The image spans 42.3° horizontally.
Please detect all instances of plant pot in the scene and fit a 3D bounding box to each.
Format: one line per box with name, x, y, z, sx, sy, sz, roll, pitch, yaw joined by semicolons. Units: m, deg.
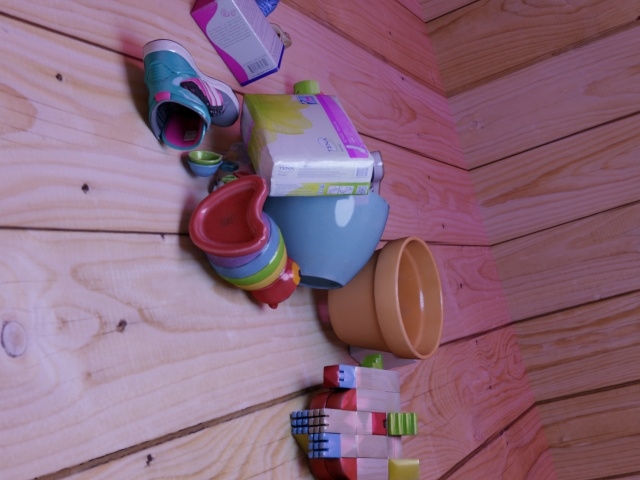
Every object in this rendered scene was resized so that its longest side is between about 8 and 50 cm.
plant pot;0.000;0.000;1.852;0.290;0.290;0.196;30;64;-56
plant pot;0.149;0.144;1.971;0.291;0.203;0.291;25;61;-59

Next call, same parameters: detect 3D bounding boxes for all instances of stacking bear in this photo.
stacking bear;-0.131;0.030;1.667;0.289;0.164;0.175;58;23;-51

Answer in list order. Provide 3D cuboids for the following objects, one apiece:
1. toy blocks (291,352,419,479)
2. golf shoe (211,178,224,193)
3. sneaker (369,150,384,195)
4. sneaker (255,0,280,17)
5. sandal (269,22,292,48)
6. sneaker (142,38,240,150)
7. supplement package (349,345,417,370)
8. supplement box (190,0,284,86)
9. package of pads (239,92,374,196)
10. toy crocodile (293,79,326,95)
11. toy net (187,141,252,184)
toy blocks;0.053;0.419;1.776;0.261;0.190;0.382;15;68;-41
golf shoe;-0.156;-0.069;1.767;0.176;0.086;0.069;50;31;-41
sneaker;0.093;-0.172;2.373;0.282;0.153;0.099;96;-18;-73
sneaker;-0.156;-0.608;2.147;0.069;0.082;0.209;59;29;-30
sandal;-0.121;-0.499;2.135;0.079;0.088;0.240;67;19;3
sneaker;-0.250;-0.253;1.653;0.295;0.123;0.178;36;45;-57
supplement package;0.160;0.202;2.181;0.139;0.133;0.244;42;37;-49
supplement box;-0.192;-0.495;1.954;0.220;0.111;0.114;53;30;-36
package of pads;-0.041;-0.207;1.741;0.296;0.229;0.101;-115;-151;-49
toy crocodile;0.021;-0.334;2.297;0.340;0.105;0.115;42;37;-48
toy net;-0.184;-0.172;1.740;0.232;0.122;0.045;-45;146;-63
